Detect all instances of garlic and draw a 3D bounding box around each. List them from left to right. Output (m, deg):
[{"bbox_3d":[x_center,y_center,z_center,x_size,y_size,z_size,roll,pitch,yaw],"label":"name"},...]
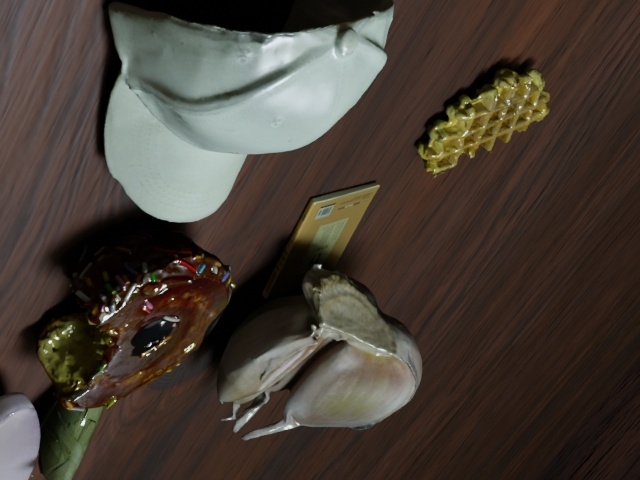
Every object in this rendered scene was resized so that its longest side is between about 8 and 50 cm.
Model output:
[{"bbox_3d":[-0.003,0.156,1.744,0.237,0.210,0.292,-27,164,-40],"label":"garlic"}]

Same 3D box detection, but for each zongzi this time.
[{"bbox_3d":[-0.268,0.206,1.559,0.062,0.130,0.154,29,111,-30],"label":"zongzi"}]

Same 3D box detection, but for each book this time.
[{"bbox_3d":[0.000,0.000,1.730,0.118,0.012,0.172,-16,145,-43],"label":"book"}]

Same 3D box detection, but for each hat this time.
[{"bbox_3d":[-0.069,-0.115,1.260,0.258,0.168,0.301,-18,147,-38],"label":"hat"}]

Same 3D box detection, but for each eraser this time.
[{"bbox_3d":[-0.391,0.243,1.519,0.204,0.059,0.243,-4,140,-52],"label":"eraser"}]

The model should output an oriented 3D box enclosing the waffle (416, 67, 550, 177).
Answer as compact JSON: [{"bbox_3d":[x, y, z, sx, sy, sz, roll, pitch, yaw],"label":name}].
[{"bbox_3d":[0.208,-0.149,1.741,0.192,0.046,0.160,-41,155,3],"label":"waffle"}]

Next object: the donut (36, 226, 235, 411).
[{"bbox_3d":[-0.201,0.074,1.469,0.216,0.096,0.230,-28,152,-32],"label":"donut"}]
